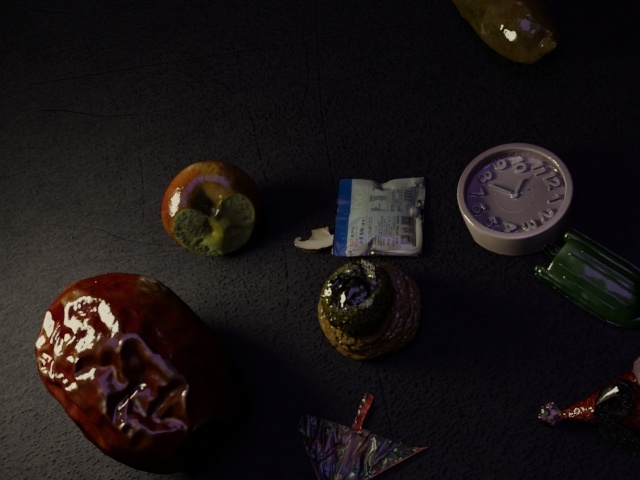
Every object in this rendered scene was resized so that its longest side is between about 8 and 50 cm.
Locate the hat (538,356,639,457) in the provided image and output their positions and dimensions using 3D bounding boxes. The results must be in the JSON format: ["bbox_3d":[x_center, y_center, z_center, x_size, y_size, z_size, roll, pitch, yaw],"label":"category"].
[{"bbox_3d":[0.431,0.237,1.072,0.227,0.140,0.128,-17,48,24],"label":"hat"}]

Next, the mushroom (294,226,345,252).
[{"bbox_3d":[0.000,0.000,1.392,0.101,0.019,0.049,-10,62,8],"label":"mushroom"}]

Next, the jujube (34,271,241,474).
[{"bbox_3d":[-0.313,0.214,1.251,0.377,0.276,0.276,41,81,19],"label":"jujube"}]

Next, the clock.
[{"bbox_3d":[0.345,-0.074,1.291,0.197,0.068,0.196,-8,60,14],"label":"clock"}]

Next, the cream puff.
[{"bbox_3d":[0.073,0.097,1.228,0.183,0.169,0.183,-9,60,15],"label":"cream puff"}]

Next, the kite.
[{"bbox_3d":[0.053,0.340,1.198,0.232,0.009,0.189,13,67,23],"label":"kite"}]

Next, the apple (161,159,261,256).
[{"bbox_3d":[-0.213,-0.070,1.409,0.195,0.173,0.160,-23,60,1],"label":"apple"}]

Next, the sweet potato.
[{"bbox_3d":[0.349,-0.487,1.482,0.131,0.130,0.422,-28,53,2],"label":"sweet potato"}]

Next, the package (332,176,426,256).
[{"bbox_3d":[0.111,-0.046,1.375,0.173,0.027,0.171,-1,64,13],"label":"package"}]

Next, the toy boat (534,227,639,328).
[{"bbox_3d":[0.452,0.065,1.190,0.210,0.052,0.104,37,94,30],"label":"toy boat"}]
